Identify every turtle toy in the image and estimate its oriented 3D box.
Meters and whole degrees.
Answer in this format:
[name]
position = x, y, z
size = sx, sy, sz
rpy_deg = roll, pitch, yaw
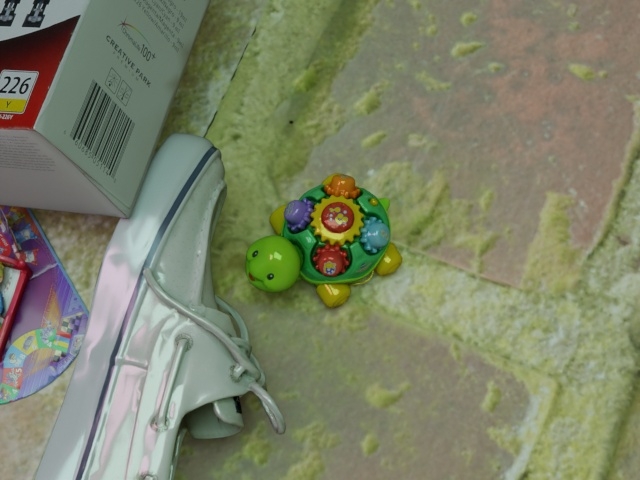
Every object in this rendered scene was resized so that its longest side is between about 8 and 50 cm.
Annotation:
[turtle toy]
position = 0.000, 0.000, 1.147
size = 0.130, 0.066, 0.095
rpy_deg = -32, 74, -12

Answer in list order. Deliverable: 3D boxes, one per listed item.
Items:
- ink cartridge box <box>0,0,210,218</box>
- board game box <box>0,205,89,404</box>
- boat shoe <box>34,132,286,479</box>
[ink cartridge box]
position = -0.252, -0.174, 1.109
size = 0.309, 0.130, 0.272
rpy_deg = 5, 65, 28
[board game box]
position = -0.263, 0.043, 1.142
size = 0.133, 0.033, 0.169
rpy_deg = -29, 73, -11
[boat shoe]
position = -0.096, 0.106, 1.071
size = 0.156, 0.136, 0.367
rpy_deg = 15, 72, 5
